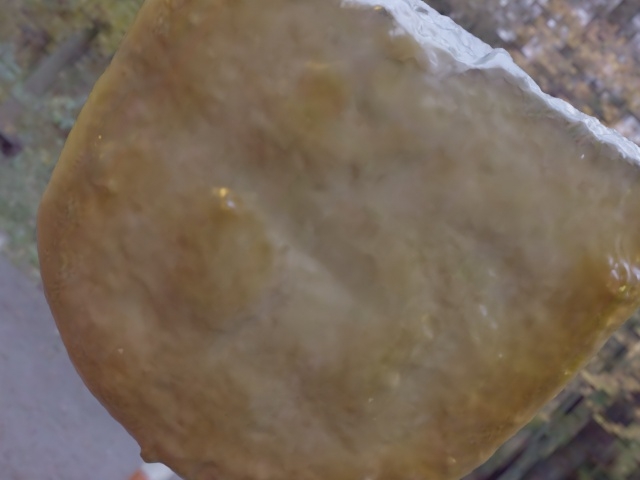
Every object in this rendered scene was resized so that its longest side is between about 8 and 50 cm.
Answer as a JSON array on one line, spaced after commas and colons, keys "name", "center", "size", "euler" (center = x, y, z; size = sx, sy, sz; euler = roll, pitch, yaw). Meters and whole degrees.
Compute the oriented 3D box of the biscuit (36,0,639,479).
[{"name": "biscuit", "center": [0.000, 0.000, 1.087], "size": [0.429, 0.446, 0.104], "euler": [39, 13, -10]}]
